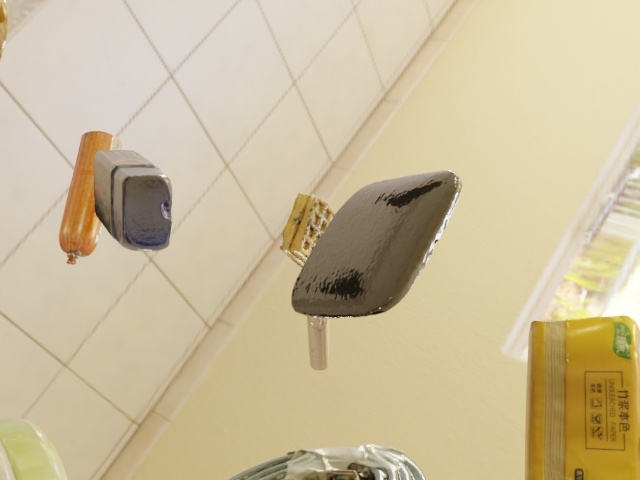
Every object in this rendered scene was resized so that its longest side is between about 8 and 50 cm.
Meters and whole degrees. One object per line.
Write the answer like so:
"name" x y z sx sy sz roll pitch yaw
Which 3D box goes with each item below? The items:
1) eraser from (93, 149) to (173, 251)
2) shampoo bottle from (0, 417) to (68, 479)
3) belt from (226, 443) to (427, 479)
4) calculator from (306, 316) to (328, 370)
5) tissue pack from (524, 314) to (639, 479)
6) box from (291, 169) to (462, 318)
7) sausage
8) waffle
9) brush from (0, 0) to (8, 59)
"eraser" -0.369 -0.081 1.463 0.102 0.332 0.155 -2 105 -24
"shampoo bottle" -0.536 0.401 1.049 0.317 0.322 0.322 -3 109 -42
"belt" -0.028 0.410 0.971 0.436 0.300 0.173 -13 101 -57
"calculator" -0.002 0.125 1.149 0.175 0.032 0.100 88 3 -51
"tissue pack" 0.522 0.374 1.463 0.293 0.228 0.382 56 38 -52
"box" 0.067 0.007 0.913 0.042 0.201 0.212 43 64 -29
"sausage" -0.522 -0.090 1.699 0.093 0.093 0.312 39 51 -54
"waffle" 0.000 0.000 1.184 0.148 0.042 0.102 43 61 -49
"brush" -0.612 -0.366 1.187 0.166 0.266 0.174 8 132 -43
